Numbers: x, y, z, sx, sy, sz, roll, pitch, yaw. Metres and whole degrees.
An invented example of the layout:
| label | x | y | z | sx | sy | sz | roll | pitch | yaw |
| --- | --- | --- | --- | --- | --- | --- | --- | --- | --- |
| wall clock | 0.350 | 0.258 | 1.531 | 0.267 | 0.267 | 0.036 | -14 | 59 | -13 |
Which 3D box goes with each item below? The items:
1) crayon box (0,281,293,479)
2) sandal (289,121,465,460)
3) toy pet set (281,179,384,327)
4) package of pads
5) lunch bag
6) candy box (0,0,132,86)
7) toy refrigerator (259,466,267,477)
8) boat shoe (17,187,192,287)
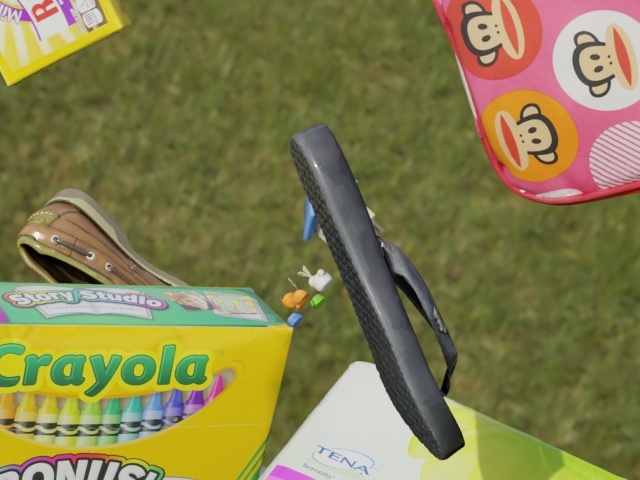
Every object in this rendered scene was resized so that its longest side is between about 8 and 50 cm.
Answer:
| label | x | y | z | sx | sy | sz | roll | pitch | yaw |
| --- | --- | --- | --- | --- | --- | --- | --- | --- | --- |
| crayon box | -0.234 | 0.197 | 1.752 | 0.363 | 0.313 | 0.106 | 2 | 24 | -28 |
| sandal | 0.052 | 0.033 | 1.349 | 0.054 | 0.254 | 0.097 | -22 | 2 | -9 |
| toy pet set | 0.000 | 0.000 | 1.787 | 0.065 | 0.114 | 0.122 | 41 | 58 | 17 |
| package of pads | 0.102 | 0.241 | 1.647 | 0.296 | 0.101 | 0.229 | 23 | 40 | 17 |
| lunch bag | 0.200 | -0.179 | 1.184 | 0.258 | 0.293 | 0.120 | -11 | 16 | 28 |
| candy box | -0.232 | -0.228 | 1.425 | 0.206 | 0.105 | 0.027 | 63 | 18 | -5 |
| toy refrigerator | -0.077 | 0.375 | 2.000 | 0.102 | 0.269 | 0.094 | 15 | 22 | 13 |
| boat shoe | -0.232 | 0.079 | 2.282 | 0.307 | 0.111 | 0.104 | 41 | 45 | -2 |
